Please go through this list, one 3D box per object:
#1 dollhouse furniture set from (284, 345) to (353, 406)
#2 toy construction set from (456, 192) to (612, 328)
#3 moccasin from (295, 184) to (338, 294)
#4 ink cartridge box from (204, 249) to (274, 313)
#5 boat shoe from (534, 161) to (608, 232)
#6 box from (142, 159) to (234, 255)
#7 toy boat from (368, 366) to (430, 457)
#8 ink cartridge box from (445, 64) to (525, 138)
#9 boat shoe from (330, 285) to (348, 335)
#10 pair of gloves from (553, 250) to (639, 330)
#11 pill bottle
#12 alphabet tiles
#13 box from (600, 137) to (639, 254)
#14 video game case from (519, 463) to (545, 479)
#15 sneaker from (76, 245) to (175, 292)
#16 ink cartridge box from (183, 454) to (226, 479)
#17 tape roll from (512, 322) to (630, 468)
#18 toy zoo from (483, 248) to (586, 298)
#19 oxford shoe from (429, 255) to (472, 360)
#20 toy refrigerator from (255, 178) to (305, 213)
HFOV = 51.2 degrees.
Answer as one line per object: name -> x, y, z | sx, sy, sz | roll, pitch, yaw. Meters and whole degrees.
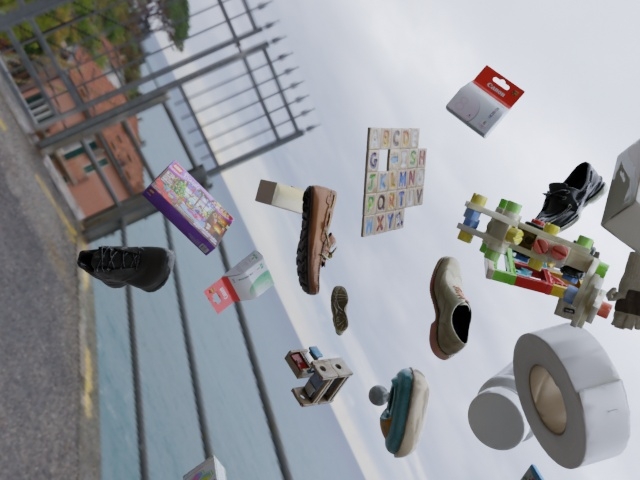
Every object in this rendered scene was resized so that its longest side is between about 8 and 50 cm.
dollhouse furniture set -> -0.027, 0.369, 1.954 | 0.128, 0.129, 0.184 | 4, 37, -44
toy construction set -> 0.429, 0.023, 1.290 | 0.327, 0.151, 0.215 | 40, 13, 20
moccasin -> -0.001, 0.001, 2.297 | 0.139, 0.146, 0.380 | 138, -41, -64
ink cartridge box -> -0.271, 0.157, 2.267 | 0.056, 0.224, 0.181 | 40, -18, 29
boat shoe -> 0.672, -0.118, 1.844 | 0.127, 0.340, 0.113 | -5, -66, 60
box -> -0.437, -0.113, 2.243 | 0.293, 0.057, 0.201 | 46, 30, -15
toy boat -> 0.229, 0.503, 2.015 | 0.318, 0.148, 0.268 | 119, -19, -88
ink cartridge box -> 0.610, -0.522, 2.473 | 0.189, 0.232, 0.066 | 41, 4, 16
boat shoe -> 0.056, 0.209, 2.010 | 0.048, 0.056, 0.153 | 110, -22, -55
pair of gloves -> 0.750, 0.124, 1.753 | 0.042, 0.240, 0.204 | 10, 88, -65
pill bottle -> 0.596, 0.484, 2.016 | 0.361, 0.204, 0.204 | -14, 75, -53
alphabet tiles -> 0.147, -0.117, 1.290 | 0.009, 0.237, 0.198 | 10, -77, 34
box -> 0.844, -0.125, 1.735 | 0.148, 0.311, 0.121 | 35, -40, -4
video game case -> 0.540, 0.689, 1.751 | 0.015, 0.166, 0.119 | 20, 20, -18
sneaker -> -0.469, 0.060, 1.595 | 0.130, 0.286, 0.109 | 31, 58, -50
ink cartridge box -> -0.315, 0.690, 1.841 | 0.062, 0.109, 0.209 | 56, -5, -16
tape roll -> 0.509, 0.317, 1.378 | 0.286, 0.100, 0.286 | 168, -90, -81
toy zoo -> 0.561, 0.081, 1.688 | 0.192, 0.293, 0.030 | -63, 167, -64
oxford shoe -> 0.477, 0.219, 2.346 | 0.146, 0.140, 0.397 | -38, -141, 50
toy refrigerator -> -0.103, -0.155, 2.495 | 0.269, 0.094, 0.102 | 15, 0, -43
